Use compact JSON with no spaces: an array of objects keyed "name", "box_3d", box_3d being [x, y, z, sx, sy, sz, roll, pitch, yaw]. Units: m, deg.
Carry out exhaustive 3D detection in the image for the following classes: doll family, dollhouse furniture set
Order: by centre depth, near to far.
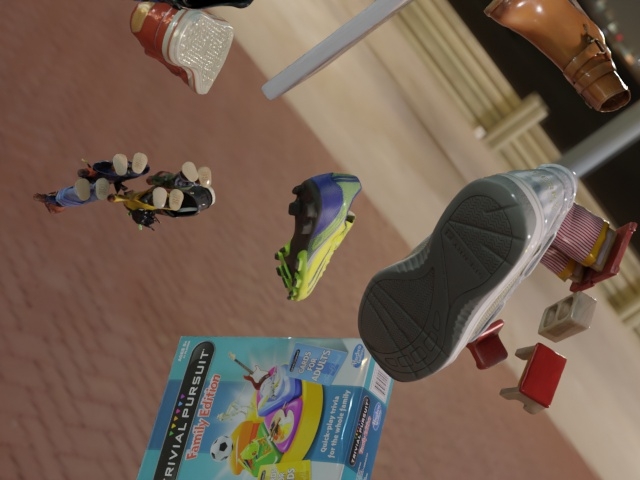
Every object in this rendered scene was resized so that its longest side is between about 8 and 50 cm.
[{"name":"doll family","box_3d":[-0.218,-0.056,1.502,0.193,0.111,0.076,12,82,-32]},{"name":"dollhouse furniture set","box_3d":[0.388,0.089,2.421,0.201,0.152,0.374,30,63,-10]}]

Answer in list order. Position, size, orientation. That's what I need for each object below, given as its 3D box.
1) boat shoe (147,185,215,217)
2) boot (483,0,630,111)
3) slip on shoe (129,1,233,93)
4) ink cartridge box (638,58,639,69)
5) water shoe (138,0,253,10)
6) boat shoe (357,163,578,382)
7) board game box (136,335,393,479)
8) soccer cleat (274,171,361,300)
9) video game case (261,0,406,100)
[{"name":"boat shoe","box_3d":[-0.215,-0.058,1.993,0.042,0.133,0.049,-36,117,-48]},{"name":"boot","box_3d":[0.270,-0.213,1.511,0.197,0.073,0.152,-7,64,-53]},{"name":"slip on shoe","box_3d":[-0.211,-0.308,2.128,0.101,0.123,0.331,26,1,10]},{"name":"ink cartridge box","box_3d":[0.375,-0.161,1.220,0.060,0.180,0.104,39,-19,48]},{"name":"water shoe","box_3d":[-0.168,-0.290,1.496,0.080,0.203,0.073,-115,-154,-56]},{"name":"boat shoe","box_3d":[0.140,0.036,1.357,0.103,0.320,0.118,-22,67,-37]},{"name":"board game box","box_3d":[-0.079,0.262,1.905,0.079,0.336,0.254,44,52,-47]},{"name":"soccer cleat","box_3d":[0.001,0.001,2.236,0.093,0.121,0.289,61,-27,32]},{"name":"video game case","box_3d":[0.038,-0.241,1.596,0.023,0.201,0.183,55,23,-4]}]
